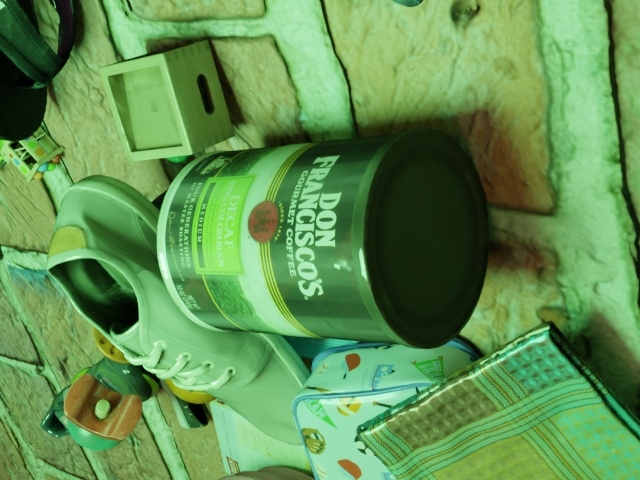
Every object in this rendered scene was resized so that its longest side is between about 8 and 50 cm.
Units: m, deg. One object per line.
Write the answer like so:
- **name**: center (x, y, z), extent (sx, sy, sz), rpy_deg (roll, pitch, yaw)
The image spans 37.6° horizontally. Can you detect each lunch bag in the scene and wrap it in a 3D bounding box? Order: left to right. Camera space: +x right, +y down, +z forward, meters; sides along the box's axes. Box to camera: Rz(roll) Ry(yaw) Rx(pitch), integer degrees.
- **lunch bag**: center (0.118, 0.259, 1.112), extent (0.243, 0.115, 0.303), rpy_deg (-11, 117, 26)

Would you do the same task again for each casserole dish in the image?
- **casserole dish**: center (-0.022, 0.092, 1.169), extent (0.188, 0.037, 0.114), rpy_deg (4, 124, 38)

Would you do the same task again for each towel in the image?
- **towel**: center (0.249, 0.276, 0.993), extent (0.271, 0.040, 0.370), rpy_deg (-36, 104, 30)

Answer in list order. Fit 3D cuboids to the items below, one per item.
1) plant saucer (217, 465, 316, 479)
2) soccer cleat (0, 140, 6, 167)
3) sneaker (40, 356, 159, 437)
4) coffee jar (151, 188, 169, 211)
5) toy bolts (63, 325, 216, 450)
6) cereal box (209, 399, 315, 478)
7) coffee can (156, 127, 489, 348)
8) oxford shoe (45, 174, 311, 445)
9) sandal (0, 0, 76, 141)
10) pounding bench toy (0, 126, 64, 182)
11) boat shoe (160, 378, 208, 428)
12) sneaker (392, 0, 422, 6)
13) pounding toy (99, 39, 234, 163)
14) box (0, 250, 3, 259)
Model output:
- **plant saucer**: center (-0.012, 0.437, 1.340), extent (0.332, 0.084, 0.332), rpy_deg (26, 144, 21)
- **soccer cleat**: center (-0.494, -0.192, 1.317), extent (0.121, 0.093, 0.289), rpy_deg (58, 148, 24)
- **sneaker**: center (-0.362, 0.260, 1.532), extent (0.111, 0.121, 0.300), rpy_deg (48, 140, -3)
- **coffee jar**: center (-0.211, 0.011, 1.217), extent (0.079, 0.096, 0.184), rpy_deg (42, 139, -1)
- **toy bolts**: center (-0.256, 0.206, 1.339), extent (0.218, 0.229, 0.158), rpy_deg (31, 151, -3)
- **cereal box**: center (-0.045, 0.321, 1.367), extent (0.240, 0.047, 0.173), rpy_deg (21, 137, 27)
- **coffee can**: center (0.000, 0.000, 0.945), extent (0.275, 0.201, 0.202), rpy_deg (-1, 122, 41)
- **oxford shoe**: center (-0.163, 0.119, 1.128), extent (0.169, 0.130, 0.449), rpy_deg (-18, 123, 40)
- **sandal**: center (-0.345, -0.287, 1.046), extent (0.107, 0.168, 0.446), rpy_deg (14, 133, 9)
- **pounding bench toy**: center (-0.403, -0.115, 1.311), extent (0.065, 0.052, 0.083), rpy_deg (48, 140, -3)
- **boat shoe**: center (-0.207, 0.231, 1.440), extent (0.040, 0.049, 0.142), rpy_deg (-2, 124, 20)
- **sneaker**: center (0.039, -0.242, 0.838), extent (0.135, 0.052, 0.058), rpy_deg (39, 150, 20)
- **pounding toy**: center (-0.165, -0.145, 1.066), extent (0.130, 0.100, 0.141), rpy_deg (-1, 111, 40)
- **box**: center (-0.632, -0.078, 1.420), extent (0.143, 0.191, 0.382), rpy_deg (24, 136, 21)
